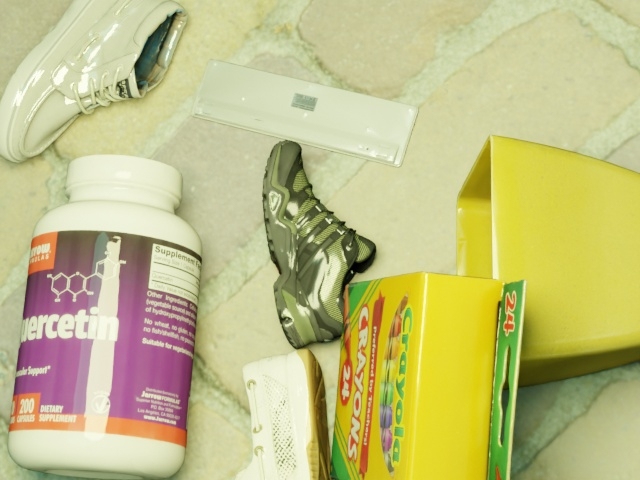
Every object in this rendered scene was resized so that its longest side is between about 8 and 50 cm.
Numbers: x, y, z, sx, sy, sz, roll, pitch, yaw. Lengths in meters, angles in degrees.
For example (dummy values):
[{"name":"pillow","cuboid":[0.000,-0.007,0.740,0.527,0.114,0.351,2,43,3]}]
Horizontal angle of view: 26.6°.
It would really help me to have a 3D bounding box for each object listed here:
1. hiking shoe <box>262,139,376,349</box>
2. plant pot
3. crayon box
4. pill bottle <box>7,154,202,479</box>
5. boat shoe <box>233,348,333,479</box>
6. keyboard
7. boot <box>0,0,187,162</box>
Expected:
[{"name":"hiking shoe","cuboid":[0.000,0.000,1.443,0.114,0.086,0.227,-7,79,-3]},{"name":"plant pot","cuboid":[0.240,0.033,1.311,0.187,0.212,0.212,2,75,-3]},{"name":"crayon box","cuboid":[0.090,0.134,1.239,0.081,0.318,0.202,7,83,-14]},{"name":"pill bottle","cuboid":[-0.219,0.082,1.410,0.181,0.181,0.323,0,75,13]},{"name":"boat shoe","cuboid":[-0.040,0.250,1.372,0.096,0.098,0.277,-9,64,11]},{"name":"keyboard","cuboid":[-0.020,-0.145,1.515,0.256,0.014,0.072,15,74,16]},{"name":"boot","cuboid":[-0.258,-0.185,1.535,0.123,0.095,0.258,28,82,25]}]
